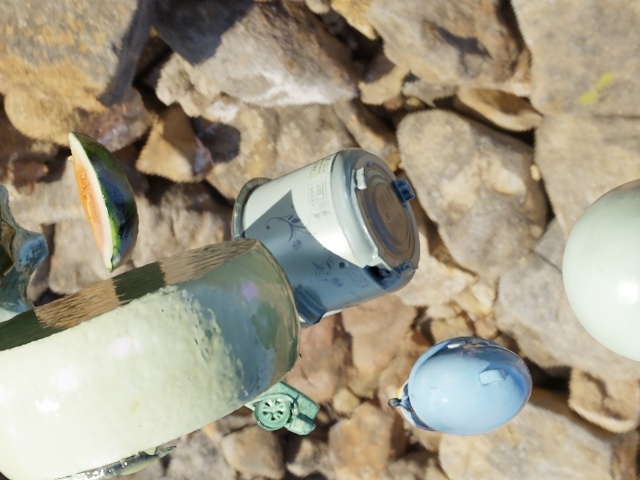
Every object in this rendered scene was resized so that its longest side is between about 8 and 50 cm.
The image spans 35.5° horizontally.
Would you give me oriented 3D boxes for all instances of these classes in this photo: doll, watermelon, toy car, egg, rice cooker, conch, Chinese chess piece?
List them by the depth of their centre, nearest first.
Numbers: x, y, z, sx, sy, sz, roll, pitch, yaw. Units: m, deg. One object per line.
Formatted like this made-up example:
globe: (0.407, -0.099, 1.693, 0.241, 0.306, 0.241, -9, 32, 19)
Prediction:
Chinese chess piece: (-0.189, 0.116, 1.018, 0.349, 0.349, 0.147, -21, 97, -11)
egg: (0.371, 0.031, 1.083, 0.282, 0.203, 0.203, -1, 123, -54)
conch: (-0.397, 0.027, 1.141, 0.169, 0.386, 0.203, -31, 85, -16)
toy car: (-0.143, 0.172, 1.398, 0.320, 0.141, 0.097, 29, 77, 2)
doll: (0.199, 0.216, 1.463, 0.177, 0.314, 0.141, -6, 78, -15)
watermelon: (-0.358, -0.060, 1.632, 0.063, 0.119, 0.245, -27, 107, -45)
rice cooker: (0.000, 0.000, 1.640, 0.316, 0.317, 0.264, -44, 134, 5)

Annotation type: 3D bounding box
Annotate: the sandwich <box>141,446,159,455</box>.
sandwich: (-0.360, 0.295, 1.771, 0.244, 0.212, 0.063, 17, 96, 11)
